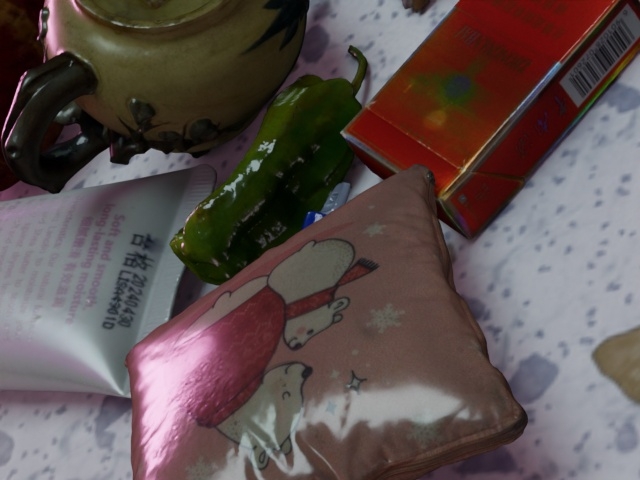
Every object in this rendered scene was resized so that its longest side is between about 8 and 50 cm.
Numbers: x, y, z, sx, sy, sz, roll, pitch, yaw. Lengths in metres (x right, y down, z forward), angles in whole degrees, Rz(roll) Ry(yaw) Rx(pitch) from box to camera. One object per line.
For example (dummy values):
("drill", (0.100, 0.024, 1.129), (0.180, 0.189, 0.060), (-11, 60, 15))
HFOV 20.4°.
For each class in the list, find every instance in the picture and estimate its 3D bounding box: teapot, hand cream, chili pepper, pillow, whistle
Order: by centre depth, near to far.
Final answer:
("pillow", (-0.013, 0.077, 0.987), (0.236, 0.084, 0.223), (-28, 36, 13))
("whistle", (0.000, 0.000, 1.124), (0.033, 0.029, 0.083), (-6, 56, 59))
("chili pepper", (-0.016, -0.059, 1.156), (0.073, 0.072, 0.204), (27, 70, 28))
("teapot", (-0.103, -0.120, 1.198), (0.173, 0.182, 0.269), (36, 67, 26))
("hand cream", (-0.243, 0.039, 1.249), (0.358, 0.118, 0.185), (-5, 50, 28))

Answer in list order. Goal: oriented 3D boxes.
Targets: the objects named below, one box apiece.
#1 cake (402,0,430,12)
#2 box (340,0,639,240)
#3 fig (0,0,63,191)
("cake", (0.122, -0.305, 1.223), (0.295, 0.113, 0.116), (-44, 43, -7))
("box", (0.109, -0.096, 1.098), (0.175, 0.048, 0.112), (-48, 43, -3))
("fig", (-0.273, -0.126, 1.352), (0.205, 0.205, 0.205), (-22, 46, 25))
